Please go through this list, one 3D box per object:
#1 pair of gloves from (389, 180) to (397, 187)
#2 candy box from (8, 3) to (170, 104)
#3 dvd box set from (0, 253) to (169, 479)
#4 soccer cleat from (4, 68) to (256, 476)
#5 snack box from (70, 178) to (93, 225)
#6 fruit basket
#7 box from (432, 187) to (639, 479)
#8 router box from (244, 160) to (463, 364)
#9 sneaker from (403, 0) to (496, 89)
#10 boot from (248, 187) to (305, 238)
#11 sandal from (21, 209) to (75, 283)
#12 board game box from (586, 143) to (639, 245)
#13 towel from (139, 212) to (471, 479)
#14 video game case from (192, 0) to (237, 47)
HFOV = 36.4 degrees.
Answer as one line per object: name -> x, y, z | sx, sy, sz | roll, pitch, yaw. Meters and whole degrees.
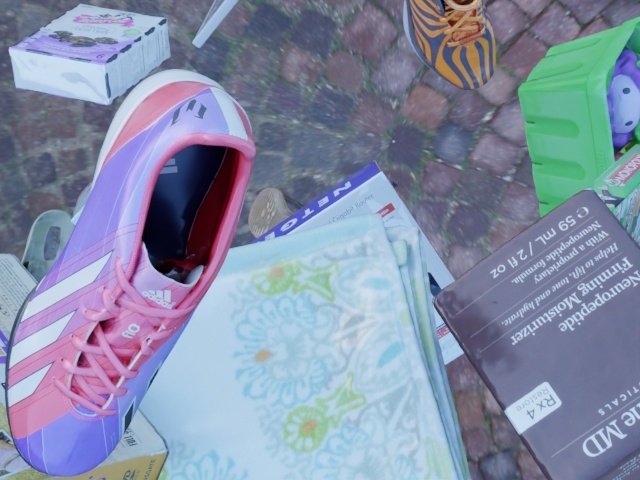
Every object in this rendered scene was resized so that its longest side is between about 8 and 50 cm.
pair of gloves -> 0.098, -0.091, 1.753 | 0.083, 0.074, 0.010 | -12, 81, 5
candy box -> -0.349, -0.290, 1.498 | 0.165, 0.196, 0.070 | 12, 126, 16
dvd box set -> -0.373, 0.129, 0.771 | 0.307, 0.420, 0.062 | 40, 119, 33
soccer cleat -> -0.133, 0.041, 0.667 | 0.109, 0.116, 0.318 | 18, 104, -30
snack box -> -0.378, -0.031, 1.848 | 0.174, 0.207, 0.070 | 40, 97, -18
fruit basket -> 0.553, -0.172, 1.620 | 0.392, 0.283, 0.392 | 20, 134, 22
box -> 0.234, 0.100, 0.827 | 0.168, 0.167, 0.203 | -37, 57, 9
router box -> 0.028, 0.101, 1.421 | 0.335, 0.082, 0.301 | -33, 106, 6
sneaker -> 0.184, -0.323, 1.362 | 0.125, 0.180, 0.321 | -30, 124, 3
boot -> 0.000, 0.000, 1.647 | 0.207, 0.248, 0.090 | 25, 94, -29
sandal -> -0.498, 0.075, 1.758 | 0.120, 0.086, 0.302 | 3, 67, -13
board game box -> 0.323, 0.070, 1.116 | 0.046, 0.213, 0.317 | 18, 120, 30
towel -> -0.058, 0.166, 0.912 | 0.374, 0.090, 0.320 | -15, 73, 10
video game case -> -0.169, -0.478, 1.861 | 0.022, 0.173, 0.190 | 33, 138, -18
